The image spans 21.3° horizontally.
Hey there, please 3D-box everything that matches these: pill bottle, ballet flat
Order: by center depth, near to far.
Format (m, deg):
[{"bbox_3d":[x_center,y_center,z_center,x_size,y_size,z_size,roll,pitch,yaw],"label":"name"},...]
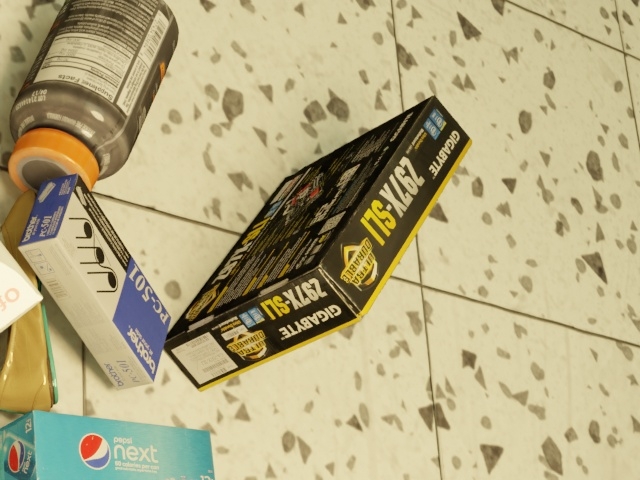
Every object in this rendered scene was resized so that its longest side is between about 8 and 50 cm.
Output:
[{"bbox_3d":[-0.298,0.056,1.643,0.073,0.080,0.232,-3,65,-13],"label":"ballet flat"},{"bbox_3d":[-0.242,-0.150,1.760,0.130,0.130,0.245,38,48,-24],"label":"pill bottle"}]

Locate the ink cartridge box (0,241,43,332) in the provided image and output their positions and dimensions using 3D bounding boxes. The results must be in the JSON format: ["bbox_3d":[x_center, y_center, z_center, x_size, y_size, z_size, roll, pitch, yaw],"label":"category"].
[{"bbox_3d":[-0.378,0.018,1.530,0.154,0.093,0.212,-38,100,-21],"label":"ink cartridge box"}]

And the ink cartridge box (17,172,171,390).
[{"bbox_3d":[-0.219,0.043,1.676,0.097,0.046,0.207,-80,150,-47],"label":"ink cartridge box"}]

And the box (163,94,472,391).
[{"bbox_3d":[0.000,0.000,1.821,0.079,0.257,0.322,48,43,-14],"label":"box"}]

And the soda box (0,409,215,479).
[{"bbox_3d":[-0.205,0.217,1.648,0.210,0.067,0.071,13,60,-40],"label":"soda box"}]
